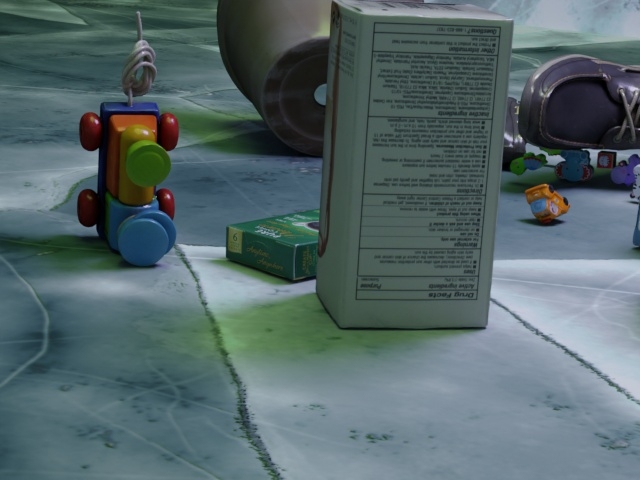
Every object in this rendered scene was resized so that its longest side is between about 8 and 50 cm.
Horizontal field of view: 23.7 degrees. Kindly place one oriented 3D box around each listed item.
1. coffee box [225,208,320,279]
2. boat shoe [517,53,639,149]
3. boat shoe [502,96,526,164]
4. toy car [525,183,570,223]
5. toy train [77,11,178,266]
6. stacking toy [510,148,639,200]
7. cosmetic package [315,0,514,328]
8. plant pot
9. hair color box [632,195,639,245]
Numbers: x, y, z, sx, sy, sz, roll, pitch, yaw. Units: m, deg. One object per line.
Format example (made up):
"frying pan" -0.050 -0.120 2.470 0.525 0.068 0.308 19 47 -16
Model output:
"coffee box" 0.000 0.000 1.641 0.113 0.040 0.184 17 19 42
"boat shoe" 0.412 -0.187 2.080 0.355 0.132 0.130 -11 18 -42
"boat shoe" 0.279 -0.159 2.241 0.069 0.081 0.228 9 23 10
"toy car" 0.243 -0.035 1.877 0.122 0.060 0.040 -8 54 25
"toy train" -0.192 -0.104 1.598 0.105 0.248 0.143 -1 20 -17
"stacking toy" 0.386 -0.098 2.092 0.221 0.052 0.167 8 14 24
"cosmetic package" 0.084 -0.075 1.449 0.153 0.296 0.129 1 14 -13
"plant pot" 0.004 -0.271 2.232 0.323 0.323 0.280 3 31 -3
"hair color box" 0.529 -0.085 1.822 0.347 0.173 0.105 -10 21 -40
